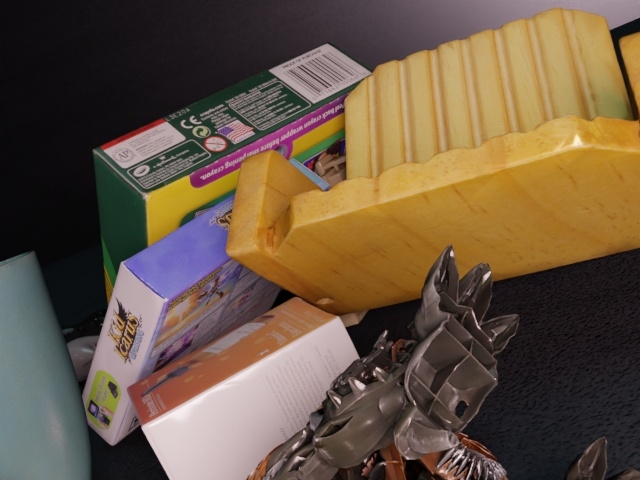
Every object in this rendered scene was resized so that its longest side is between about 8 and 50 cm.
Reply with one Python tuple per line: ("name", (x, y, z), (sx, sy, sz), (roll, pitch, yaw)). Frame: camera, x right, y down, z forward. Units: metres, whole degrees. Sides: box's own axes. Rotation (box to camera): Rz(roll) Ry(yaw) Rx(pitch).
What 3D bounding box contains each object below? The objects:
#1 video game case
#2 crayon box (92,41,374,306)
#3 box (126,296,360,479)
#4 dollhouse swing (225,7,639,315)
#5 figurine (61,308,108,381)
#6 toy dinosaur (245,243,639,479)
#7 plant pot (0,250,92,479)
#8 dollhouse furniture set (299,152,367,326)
("video game case", (-0.123, 0.061, 0.907), (0.269, 0.061, 0.244), (-38, -18, -47))
("crayon box", (-0.101, -0.042, 1.078), (0.363, 0.106, 0.313), (-32, -31, -34))
("box", (-0.057, 0.131, 0.696), (0.171, 0.091, 0.130), (-28, 12, -15))
("dollhouse swing", (0.123, -0.126, 0.775), (0.347, 0.304, 0.315), (-14, -23, 21))
("figurine", (-0.396, 0.171, 1.268), (0.210, 0.092, 0.215), (-20, 13, 4))
("toy dinosaur", (0.031, 0.143, 0.438), (0.218, 0.164, 0.321), (-35, 23, 33))
("plant pot", (-0.321, 0.171, 0.682), (0.293, 0.235, 0.293), (-22, 8, 3))
("dollhouse furniture set", (0.000, 0.000, 0.987), (0.101, 0.160, 0.182), (-19, 12, 29))
